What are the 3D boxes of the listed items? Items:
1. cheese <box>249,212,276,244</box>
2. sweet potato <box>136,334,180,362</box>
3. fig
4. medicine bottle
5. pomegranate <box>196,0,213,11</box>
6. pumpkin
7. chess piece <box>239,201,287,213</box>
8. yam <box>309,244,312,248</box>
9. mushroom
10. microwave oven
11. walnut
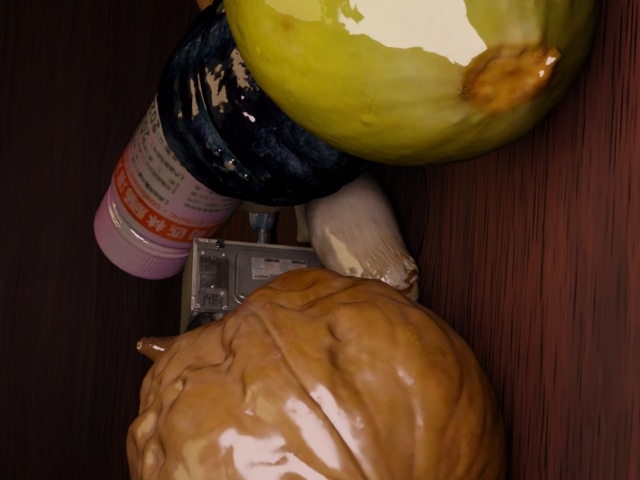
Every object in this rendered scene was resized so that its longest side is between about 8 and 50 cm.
[{"bbox_3d":[-0.133,-0.052,1.872,0.135,0.052,0.244,134,137,-70],"label":"cheese"},{"bbox_3d":[-0.124,0.189,1.287,0.131,0.337,0.131,-40,39,43],"label":"sweet potato"},{"bbox_3d":[0.080,-0.213,0.713,0.343,0.343,0.343,-175,90,-74],"label":"fig"},{"bbox_3d":[-0.232,-0.111,1.374,0.388,0.219,0.219,-45,40,43],"label":"medicine bottle"},{"bbox_3d":[-0.111,-0.505,1.557,0.307,0.307,0.307,-175,90,-74],"label":"pomegranate"},{"bbox_3d":[-0.039,-0.210,1.055,0.363,0.266,0.363,-30,32,21],"label":"pumpkin"},{"bbox_3d":[-0.072,-0.279,1.450,0.442,0.234,0.234,115,155,-43],"label":"chess piece"},{"bbox_3d":[0.000,0.000,1.451,0.107,0.014,0.014,139,134,-68],"label":"yam"},{"bbox_3d":[0.037,-0.018,1.133,0.397,0.126,0.177,-124,30,-65],"label":"mushroom"},{"bbox_3d":[-0.112,0.095,1.399,0.194,0.241,0.145,129,144,-64],"label":"microwave oven"},{"bbox_3d":[-0.004,0.203,0.806,0.308,0.354,0.398,57,172,-20],"label":"walnut"}]
